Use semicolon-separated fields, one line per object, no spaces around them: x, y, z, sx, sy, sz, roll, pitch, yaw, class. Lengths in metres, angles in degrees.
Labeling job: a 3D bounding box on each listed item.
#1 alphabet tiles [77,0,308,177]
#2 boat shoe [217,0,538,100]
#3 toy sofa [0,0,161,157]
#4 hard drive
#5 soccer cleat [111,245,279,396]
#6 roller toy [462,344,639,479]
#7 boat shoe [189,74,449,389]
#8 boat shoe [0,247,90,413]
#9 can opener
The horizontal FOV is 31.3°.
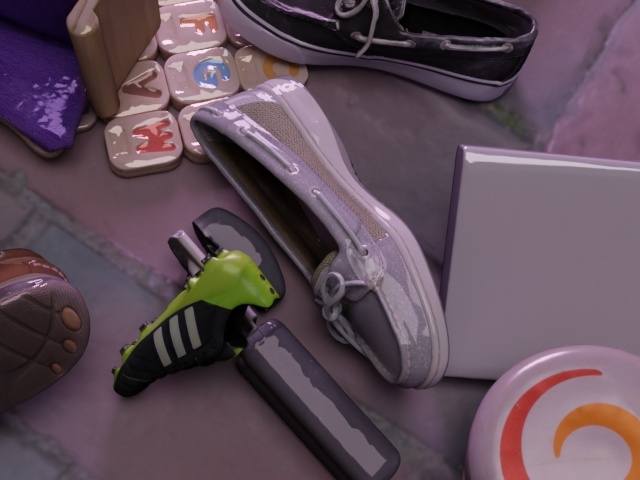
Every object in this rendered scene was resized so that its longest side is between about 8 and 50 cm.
-0.162;-0.199;1.116;0.278;0.021;0.284;-11;69;-12;alphabet tiles
0.056;-0.220;1.097;0.306;0.105;0.113;19;61;-2;boat shoe
-0.339;-0.238;1.028;0.362;0.150;0.177;26;68;8;toy sofa
0.262;0.031;1.008;0.308;0.040;0.203;5;100;-5;hard drive
-0.106;0.082;0.936;0.072;0.179;0.060;45;26;3;soccer cleat
0.214;0.192;0.928;0.209;0.146;0.191;-36;66;-14;roller toy
0.000;-0.002;0.993;0.103;0.118;0.320;-22;70;-24;boat shoe
-0.340;0.116;0.921;0.324;0.123;0.116;-29;40;-9;boat shoe
-0.024;0.086;0.982;0.095;0.076;0.283;-39;78;-19;can opener
